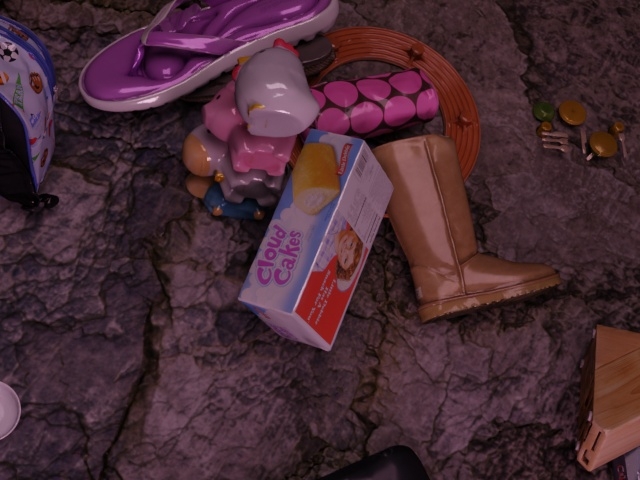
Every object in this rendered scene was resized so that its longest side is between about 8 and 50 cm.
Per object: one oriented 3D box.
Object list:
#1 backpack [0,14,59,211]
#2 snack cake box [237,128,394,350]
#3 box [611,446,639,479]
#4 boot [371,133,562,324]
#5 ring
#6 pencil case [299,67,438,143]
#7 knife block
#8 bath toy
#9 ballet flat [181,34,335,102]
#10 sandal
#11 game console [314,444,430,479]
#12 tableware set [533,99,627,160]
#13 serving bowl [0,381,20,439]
[{"bbox_3d":[-0.468,-0.191,1.496,0.277,0.263,0.213,13,65,-6],"label":"backpack"},{"bbox_3d":[0.000,0.000,1.553,0.089,0.152,0.264,15,72,25],"label":"snack cake box"},{"bbox_3d":[0.504,0.376,1.600,0.159,0.044,0.233,3,67,-11],"label":"box"},{"bbox_3d":[0.216,-0.030,1.662,0.236,0.089,0.269,-11,78,-16],"label":"boot"},{"bbox_3d":[0.092,-0.194,1.756,0.337,0.032,0.336,5,66,-11],"label":"ring"},{"bbox_3d":[0.067,-0.206,1.692,0.209,0.095,0.098,-11,55,-19],"label":"pencil case"},{"bbox_3d":[0.494,0.218,1.596,0.242,0.088,0.275,12,41,6],"label":"knife block"},{"bbox_3d":[-0.098,-0.152,1.518,0.152,0.348,0.129,10,65,-13],"label":"bath toy"},{"bbox_3d":[-0.098,-0.252,1.712,0.250,0.058,0.084,-17,58,-5],"label":"ballet flat"},{"bbox_3d":[-0.173,-0.321,1.673,0.416,0.102,0.169,-25,47,-15],"label":"sandal"},{"bbox_3d":[0.023,0.480,1.438,0.387,0.060,0.342,-19,73,-20],"label":"game console"},{"bbox_3d":[0.422,-0.180,1.833,0.154,0.024,0.104,5,63,-10],"label":"tableware set"},{"bbox_3d":[-0.431,0.224,1.458,0.083,0.027,0.083,4,67,-11],"label":"serving bowl"}]
